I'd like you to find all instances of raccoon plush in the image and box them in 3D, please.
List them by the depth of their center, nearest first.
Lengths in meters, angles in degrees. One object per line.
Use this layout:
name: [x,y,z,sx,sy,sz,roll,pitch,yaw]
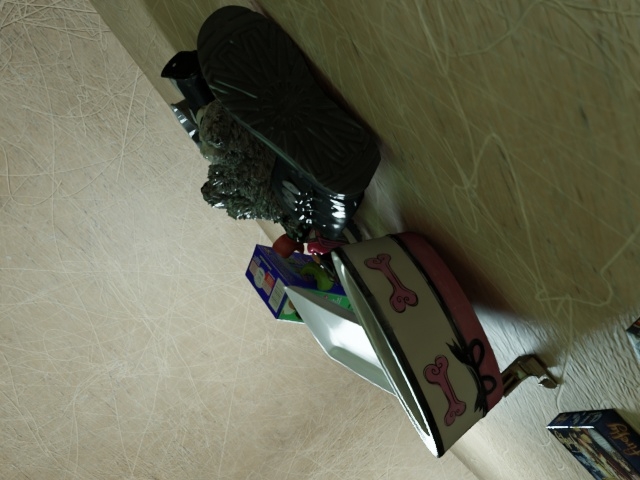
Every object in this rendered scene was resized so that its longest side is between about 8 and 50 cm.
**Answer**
raccoon plush: [-0.091,-0.174,1.425,0.446,0.216,0.299,20,156,-4]

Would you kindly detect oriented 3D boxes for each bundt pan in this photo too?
bundt pan: [-0.279,-0.294,1.775,0.331,0.124,0.331,47,171,9]

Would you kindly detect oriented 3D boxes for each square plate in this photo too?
square plate: [0.089,0.264,1.606,0.344,0.049,0.347,23,152,42]

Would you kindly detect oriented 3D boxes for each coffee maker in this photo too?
coffee maker: [-0.281,-0.359,1.515,0.171,0.120,0.178,42,169,40]

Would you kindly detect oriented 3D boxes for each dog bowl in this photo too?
dog bowl: [0.173,0.165,1.108,0.408,0.150,0.408,63,176,7]

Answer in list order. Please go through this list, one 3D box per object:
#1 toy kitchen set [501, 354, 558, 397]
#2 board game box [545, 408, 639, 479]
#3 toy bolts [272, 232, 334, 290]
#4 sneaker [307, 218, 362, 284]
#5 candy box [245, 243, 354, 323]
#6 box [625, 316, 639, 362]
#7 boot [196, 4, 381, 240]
toy kitchen set: [0.350,0.247,1.054,0.068,0.075,0.083,47,176,9]
board game box: [0.473,0.352,0.996,0.165,0.042,0.243,47,171,15]
toy bolts: [0.000,0.000,1.767,0.228,0.159,0.218,36,-152,20]
sneaker: [0.066,0.063,1.434,0.120,0.112,0.299,-10,133,44]
candy box: [-0.030,0.142,1.845,0.317,0.122,0.268,12,-161,-32]
box: [0.379,0.147,0.634,0.137,0.027,0.094,54,172,-28]
boot: [-0.057,-0.181,1.137,0.367,0.146,0.445,51,176,4]
